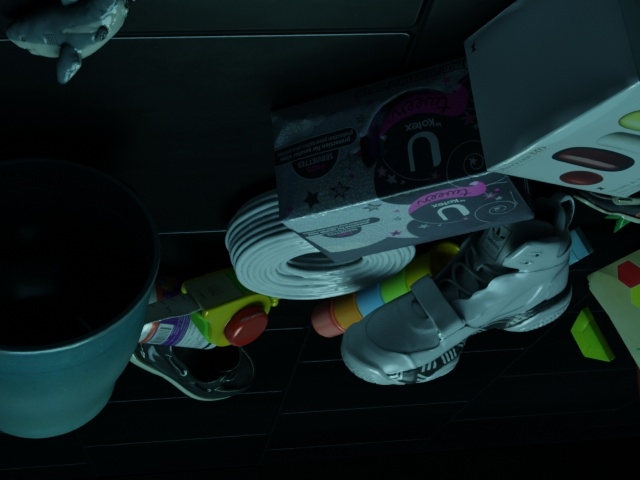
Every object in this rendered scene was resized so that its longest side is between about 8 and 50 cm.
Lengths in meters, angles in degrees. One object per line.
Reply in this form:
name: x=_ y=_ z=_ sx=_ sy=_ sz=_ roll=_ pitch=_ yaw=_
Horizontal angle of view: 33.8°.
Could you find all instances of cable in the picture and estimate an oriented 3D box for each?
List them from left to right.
cable: x=0.000 y=0.000 z=1.418 sx=0.257 sy=0.089 sz=0.257 roll=-12 pitch=158 yaw=16

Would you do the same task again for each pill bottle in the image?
pill bottle: x=-0.206 y=0.111 z=1.629 sx=0.193 sy=0.108 sz=0.108 roll=10 pitch=154 yaw=-36

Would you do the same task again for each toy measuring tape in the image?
toy measuring tape: x=-0.180 y=0.113 z=1.506 sx=0.330 sy=0.121 sz=0.121 roll=-18 pitch=170 yaw=-38

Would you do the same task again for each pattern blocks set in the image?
pattern blocks set: x=0.485 y=0.103 z=1.535 sx=0.026 sy=0.325 sz=0.285 roll=-24 pitch=180 yaw=-43

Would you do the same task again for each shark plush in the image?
shark plush: x=-0.207 y=-0.197 z=0.909 sx=0.067 sy=0.073 sz=0.161 roll=43 pitch=141 yaw=-23

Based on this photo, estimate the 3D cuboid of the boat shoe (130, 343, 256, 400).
boat shoe: x=-0.196 y=0.201 z=1.844 sx=0.113 sy=0.127 sz=0.340 roll=-5 pitch=153 yaw=32

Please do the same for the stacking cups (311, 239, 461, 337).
stacking cups: x=0.100 y=0.096 z=1.685 sx=0.096 sy=0.096 sz=0.316 roll=12 pitch=153 yaw=-38

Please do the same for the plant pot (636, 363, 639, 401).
plant pot: x=0.616 y=0.130 z=1.671 sx=0.274 sy=0.243 sz=0.275 roll=-10 pitch=165 yaw=-3

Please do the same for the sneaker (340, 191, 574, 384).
sneaker: x=0.193 y=0.053 z=1.434 sx=0.365 sy=0.137 sz=0.210 roll=-19 pitch=137 yaw=-19

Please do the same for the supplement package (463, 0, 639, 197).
supplement package: x=0.284 y=-0.153 z=1.011 sx=0.203 sy=0.149 sz=0.194 roll=7 pitch=156 yaw=-33

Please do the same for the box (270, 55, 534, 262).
box: x=0.090 y=-0.082 z=1.156 sx=0.247 sy=0.142 sz=0.163 roll=-14 pitch=158 yaw=20

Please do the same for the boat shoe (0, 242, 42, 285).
boat shoe: x=-0.475 y=0.007 z=1.314 sx=0.305 sy=0.109 sz=0.091 roll=-12 pitch=-158 yaw=-15

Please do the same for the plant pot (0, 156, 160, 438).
plant pot: x=-0.327 y=0.090 z=1.216 sx=0.271 sy=0.272 sz=0.255 roll=-1 pitch=139 yaw=-13

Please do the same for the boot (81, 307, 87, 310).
boot: x=-0.290 y=0.031 z=1.374 sx=0.095 sy=0.123 sz=0.258 roll=2 pitch=158 yaw=-19

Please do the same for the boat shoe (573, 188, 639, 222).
boat shoe: x=0.400 y=-0.058 z=1.441 sx=0.137 sy=0.049 sz=0.043 roll=12 pitch=111 yaw=-34
